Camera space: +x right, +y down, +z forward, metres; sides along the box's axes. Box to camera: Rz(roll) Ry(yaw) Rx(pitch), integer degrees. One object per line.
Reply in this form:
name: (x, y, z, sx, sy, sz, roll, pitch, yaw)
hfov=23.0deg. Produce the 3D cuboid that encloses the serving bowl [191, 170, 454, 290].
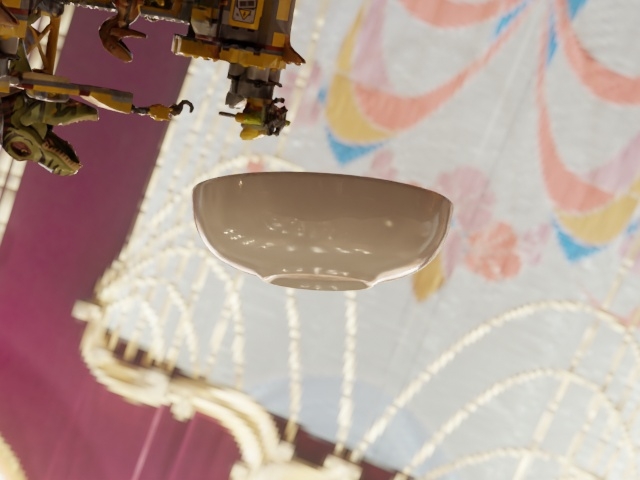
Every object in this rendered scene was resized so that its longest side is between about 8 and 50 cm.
serving bowl: (0.000, 0.000, 0.496, 0.083, 0.027, 0.083, 3, 170, 0)

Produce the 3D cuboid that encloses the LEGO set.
LEGO set: (-0.167, -0.077, 0.789, 0.255, 0.192, 0.331, 12, -172, 20)
